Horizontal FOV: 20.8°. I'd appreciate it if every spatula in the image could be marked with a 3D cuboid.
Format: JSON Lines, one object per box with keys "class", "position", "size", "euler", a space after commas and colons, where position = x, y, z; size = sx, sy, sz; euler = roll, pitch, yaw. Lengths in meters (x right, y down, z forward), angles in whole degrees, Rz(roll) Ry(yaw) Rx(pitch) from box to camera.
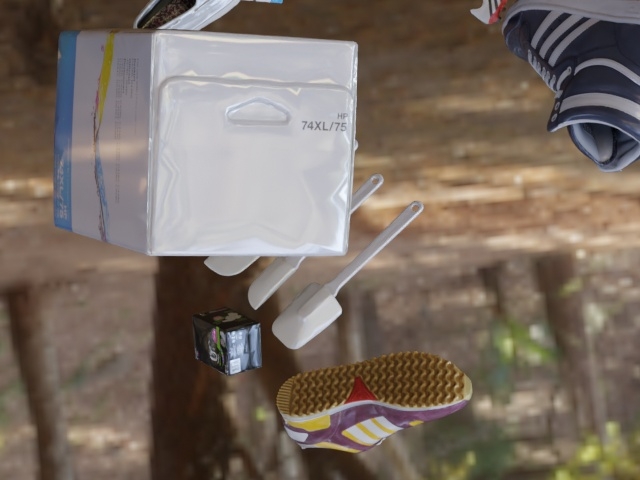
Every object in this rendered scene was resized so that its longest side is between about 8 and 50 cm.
{"class": "spatula", "position": [0.000, 0.000, 2.128], "size": [0.242, 0.168, 0.019], "euler": [-43, 158, -9]}

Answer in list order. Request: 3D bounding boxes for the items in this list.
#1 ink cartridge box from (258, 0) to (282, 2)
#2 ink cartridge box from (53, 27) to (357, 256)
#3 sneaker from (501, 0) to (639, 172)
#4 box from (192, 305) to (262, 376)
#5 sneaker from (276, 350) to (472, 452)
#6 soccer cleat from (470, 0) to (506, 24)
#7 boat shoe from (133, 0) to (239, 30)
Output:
{"class": "ink cartridge box", "position": [-0.075, -0.229, 1.530], "size": [0.048, 0.028, 0.083], "euler": [24, -162, 38]}
{"class": "ink cartridge box", "position": [-0.114, -0.095, 1.624], "size": [0.198, 0.197, 0.270], "euler": [0, -175, -25]}
{"class": "sneaker", "position": [0.246, -0.154, 1.695], "size": [0.099, 0.153, 0.282], "euler": [30, 171, -29]}
{"class": "box", "position": [-0.118, 0.126, 2.196], "size": [0.052, 0.062, 0.083], "euler": [-13, -159, -32]}
{"class": "sneaker", "position": [0.056, 0.158, 1.656], "size": [0.185, 0.069, 0.084], "euler": [-5, 139, 13]}
{"class": "soccer cleat", "position": [0.183, -0.263, 1.794], "size": [0.035, 0.083, 0.029], "euler": [25, -168, 6]}
{"class": "boat shoe", "position": [-0.154, -0.297, 2.100], "size": [0.184, 0.066, 0.063], "euler": [-37, 160, -10]}
